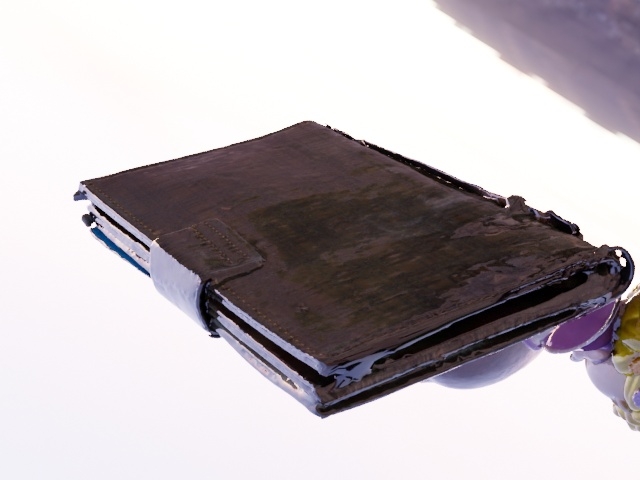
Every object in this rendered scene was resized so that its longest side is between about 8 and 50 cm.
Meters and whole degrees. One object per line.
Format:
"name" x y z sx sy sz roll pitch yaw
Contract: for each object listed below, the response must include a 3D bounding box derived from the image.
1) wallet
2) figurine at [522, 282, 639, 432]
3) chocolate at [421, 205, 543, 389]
"wallet" 0.000 0.001 0.840 0.169 0.044 0.317 -20 -157 -22
"figurine" 0.206 0.067 0.945 0.156 0.094 0.115 36 164 -35
"chocolate" 0.114 0.037 1.135 0.127 0.133 0.124 13 -118 -65
